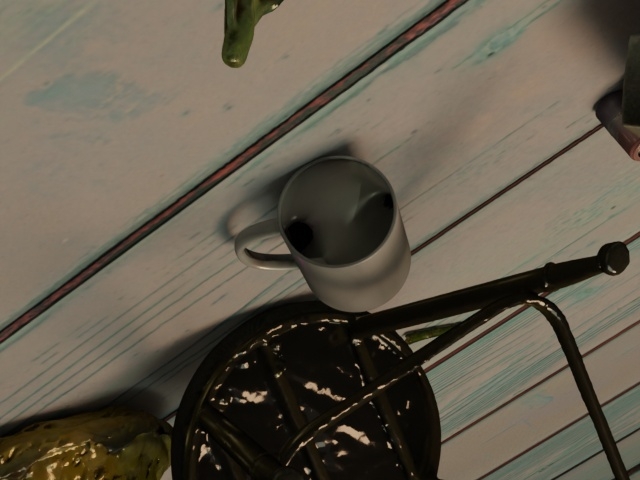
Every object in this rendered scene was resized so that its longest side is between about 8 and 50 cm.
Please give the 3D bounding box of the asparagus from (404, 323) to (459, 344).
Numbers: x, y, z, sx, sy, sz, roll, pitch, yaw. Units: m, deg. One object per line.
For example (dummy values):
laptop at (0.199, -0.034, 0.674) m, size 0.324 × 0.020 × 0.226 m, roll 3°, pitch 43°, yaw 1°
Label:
asparagus at (0.142, 0.110, 1.798) m, size 0.114 × 0.014 × 0.015 m, roll -7°, pitch 152°, yaw -42°

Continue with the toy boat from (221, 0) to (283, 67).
toy boat at (0.034, -0.221, 0.801) m, size 0.293 × 0.099 × 0.108 m, roll -40°, pitch 157°, yaw 13°

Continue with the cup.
cup at (0.006, -0.009, 1.282) m, size 0.133 × 0.136 × 0.099 m, roll 63°, pitch 48°, yaw -69°

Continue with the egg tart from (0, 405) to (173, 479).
egg tart at (-0.289, 0.295, 1.560) m, size 0.341 × 0.132 × 0.341 m, roll -25°, pitch 159°, yaw -10°

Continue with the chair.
chair at (0.074, 0.225, 1.359) m, size 0.362 × 0.364 × 0.410 m, roll -32°, pitch -161°, yaw -23°

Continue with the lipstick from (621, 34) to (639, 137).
lipstick at (0.336, -0.113, 1.327) m, size 0.076 × 0.080 × 0.371 m, roll 6°, pitch 180°, yaw 23°

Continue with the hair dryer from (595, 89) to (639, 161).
hair dryer at (0.291, -0.132, 1.366) m, size 0.037 × 0.063 × 0.114 m, roll -15°, pitch 141°, yaw -24°
